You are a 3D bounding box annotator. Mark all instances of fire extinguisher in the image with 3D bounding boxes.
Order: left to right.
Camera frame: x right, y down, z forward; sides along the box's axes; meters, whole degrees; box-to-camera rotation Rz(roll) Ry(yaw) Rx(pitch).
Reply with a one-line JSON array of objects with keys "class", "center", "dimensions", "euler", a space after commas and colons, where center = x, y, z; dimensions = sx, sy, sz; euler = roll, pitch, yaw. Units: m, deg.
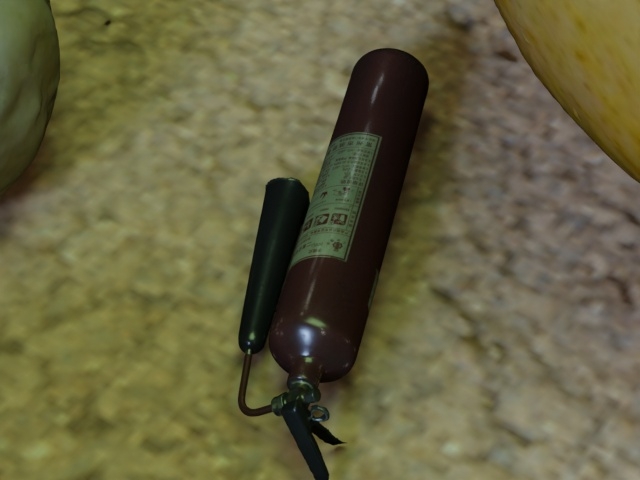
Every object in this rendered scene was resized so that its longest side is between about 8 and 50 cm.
[{"class": "fire extinguisher", "center": [0.000, 0.000, 0.585], "dimensions": [0.049, 0.035, 0.173], "euler": [12, 46, 5]}]

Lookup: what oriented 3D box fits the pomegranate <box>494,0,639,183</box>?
[{"class": "pomegranate", "center": [0.216, -0.163, 0.523], "dimensions": [0.416, 0.417, 0.417], "euler": [1, 49, -1]}]

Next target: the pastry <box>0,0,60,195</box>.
[{"class": "pastry", "center": [-0.165, -0.066, 0.602], "dimensions": [0.156, 0.092, 0.156], "euler": [0, 46, 1]}]
